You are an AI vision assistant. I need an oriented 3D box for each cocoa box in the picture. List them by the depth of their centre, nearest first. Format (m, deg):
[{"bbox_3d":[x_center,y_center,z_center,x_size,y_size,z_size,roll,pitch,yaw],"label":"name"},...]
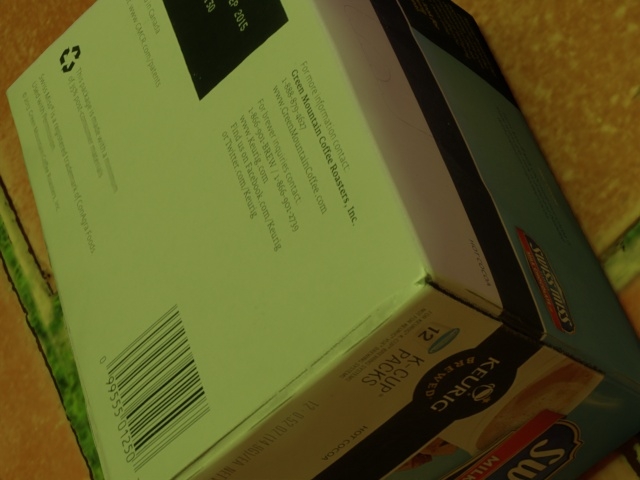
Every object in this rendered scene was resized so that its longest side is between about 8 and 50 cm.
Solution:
[{"bbox_3d":[0.000,0.000,1.156,0.231,0.228,0.347,-40,47,21],"label":"cocoa box"}]
